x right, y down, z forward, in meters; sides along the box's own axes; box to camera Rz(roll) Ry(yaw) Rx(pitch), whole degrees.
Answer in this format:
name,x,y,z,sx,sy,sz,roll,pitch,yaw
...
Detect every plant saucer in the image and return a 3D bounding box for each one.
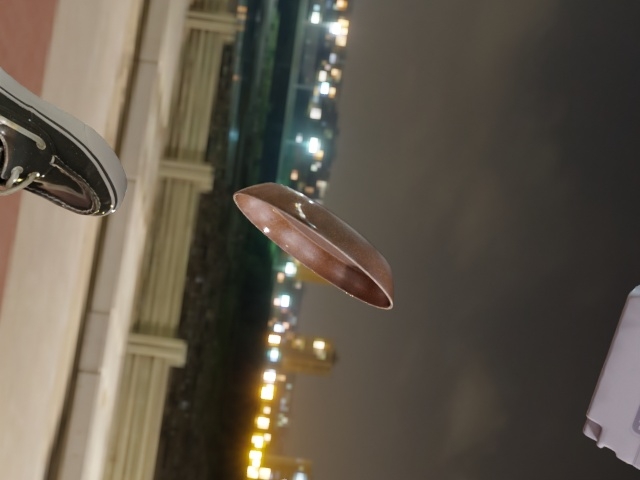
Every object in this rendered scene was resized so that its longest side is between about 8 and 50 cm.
name,x,y,z,sx,sy,sz,roll,pitch,yaw
plant saucer,0.000,0.000,1.049,0.029,0.168,0.168,-54,176,-11

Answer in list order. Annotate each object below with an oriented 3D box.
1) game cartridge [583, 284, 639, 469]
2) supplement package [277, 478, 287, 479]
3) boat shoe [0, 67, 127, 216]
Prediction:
name,x,y,z,sx,sy,sz,roll,pitch,yaw
game cartridge,0.400,0.162,1.106,0.060,0.294,0.196,-26,135,-48
supplement package,-0.084,0.230,0.782,0.105,0.179,0.105,54,33,-48
boat shoe,-0.228,-0.069,0.853,0.219,0.077,0.070,40,43,-37
